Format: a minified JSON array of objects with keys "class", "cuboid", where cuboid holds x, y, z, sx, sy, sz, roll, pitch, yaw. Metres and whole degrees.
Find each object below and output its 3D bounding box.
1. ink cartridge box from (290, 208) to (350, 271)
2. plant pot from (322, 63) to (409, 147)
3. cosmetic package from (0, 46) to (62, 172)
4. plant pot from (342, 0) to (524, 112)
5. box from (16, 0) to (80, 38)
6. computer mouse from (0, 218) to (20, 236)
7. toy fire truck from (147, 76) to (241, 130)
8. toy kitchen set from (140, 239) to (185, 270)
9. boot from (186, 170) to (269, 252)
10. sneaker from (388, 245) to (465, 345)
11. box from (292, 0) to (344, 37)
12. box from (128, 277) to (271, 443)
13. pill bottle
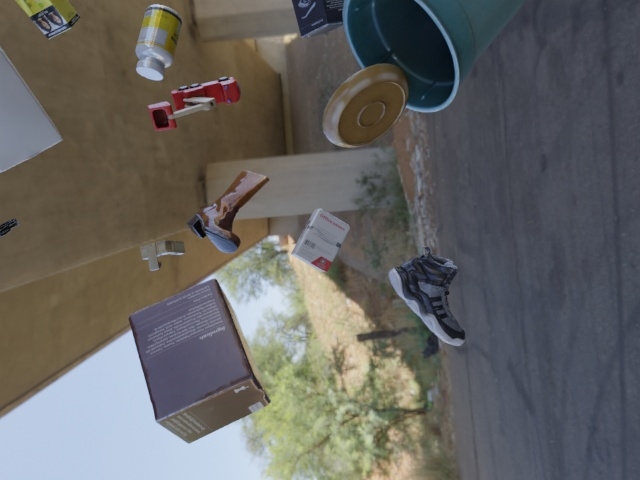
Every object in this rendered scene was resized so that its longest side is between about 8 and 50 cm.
[{"class":"ink cartridge box","cuboid":[0.000,0.000,1.355,0.135,0.099,0.056,-61,13,-9]},{"class":"plant pot","cuboid":[0.116,-0.306,1.245,0.032,0.236,0.236,59,169,29]},{"class":"cosmetic package","cuboid":[-0.981,-0.427,1.566,0.156,0.217,0.385,39,156,48]},{"class":"plant pot","cuboid":[0.289,-0.543,1.244,0.341,0.334,0.341,42,164,15]},{"class":"box","cuboid":[-0.683,-0.600,1.230,0.058,0.087,0.232,-81,-30,-42]},{"class":"computer mouse","cuboid":[-0.683,0.028,1.029,0.041,0.071,0.242,62,-146,-21]},{"class":"toy fire truck","cuboid":[-0.248,-0.280,1.061,0.135,0.191,0.047,-126,22,-57]},{"class":"toy kitchen set","cuboid":[-0.408,0.042,1.366,0.075,0.083,0.068,8,-110,-65]},{"class":"boot","cuboid":[-0.261,-0.099,1.685,0.264,0.280,0.096,19,148,51]},{"class":"sneaker","cuboid":[0.310,0.139,1.339,0.268,0.153,0.101,46,-165,-5]},{"class":"box","cuboid":[-0.005,-0.734,1.568,0.153,0.108,0.207,9,119,56]},{"class":"box","cuboid":[-0.210,0.212,0.928,0.169,0.166,0.203,80,164,-57]},{"class":"pill bottle","cuboid":[-0.454,-0.548,1.463,0.103,0.103,0.184,71,-151,-79]}]
